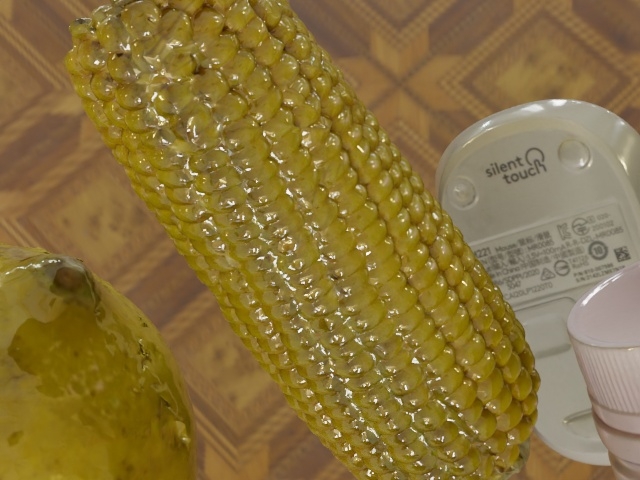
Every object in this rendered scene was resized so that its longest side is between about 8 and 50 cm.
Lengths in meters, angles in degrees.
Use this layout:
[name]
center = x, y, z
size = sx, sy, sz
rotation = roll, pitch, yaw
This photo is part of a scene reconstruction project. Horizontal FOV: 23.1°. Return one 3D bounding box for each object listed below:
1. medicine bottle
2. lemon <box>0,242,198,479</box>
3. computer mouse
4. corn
[medicine bottle]
center = 0.237, 0.136, 0.885
size = 0.133, 0.133, 0.250
rotation = -27, 106, -7
[lemon]
center = -0.202, 0.138, 0.952
size = 0.258, 0.258, 0.310
rotation = 28, 113, 16
[computer mouse]
center = 0.211, 0.029, 1.229
size = 0.184, 0.121, 0.297
rotation = -23, 93, 33
[corn]
center = 0.000, 0.000, 0.868
size = 0.144, 0.387, 0.144
rotation = -27, 27, 16
